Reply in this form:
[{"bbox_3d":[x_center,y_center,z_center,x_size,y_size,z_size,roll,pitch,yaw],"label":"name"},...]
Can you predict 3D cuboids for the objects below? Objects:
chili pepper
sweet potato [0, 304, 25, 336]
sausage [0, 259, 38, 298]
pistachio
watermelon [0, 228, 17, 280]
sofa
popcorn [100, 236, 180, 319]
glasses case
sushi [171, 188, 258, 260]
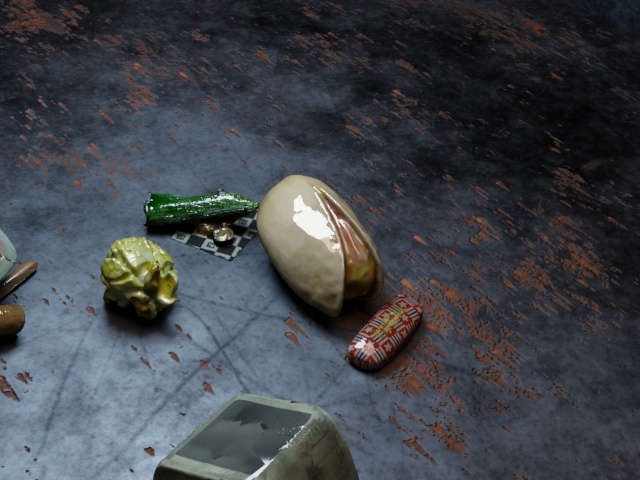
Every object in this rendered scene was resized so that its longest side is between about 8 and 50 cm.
[{"bbox_3d":[-0.229,-0.062,1.794,0.227,0.059,0.088,-2,37,4],"label":"chili pepper"},{"bbox_3d":[-0.654,0.168,1.427,0.385,0.109,0.109,-6,40,-28],"label":"sweet potato"},{"bbox_3d":[-0.545,0.070,1.629,0.026,0.026,0.116,21,40,16],"label":"sausage"},{"bbox_3d":[0.000,0.000,1.689,0.188,0.187,0.299,-17,49,-29],"label":"pistachio"},{"bbox_3d":[-0.654,0.030,1.555,0.256,0.176,0.260,19,70,33],"label":"watermelon"},{"bbox_3d":[-0.088,0.347,1.322,0.225,0.176,0.210,-1,28,38],"label":"sofa"},{"bbox_3d":[-0.313,0.058,1.600,0.162,0.141,0.135,-14,23,42],"label":"popcorn"},{"bbox_3d":[0.121,0.157,1.621,0.073,0.049,0.194,26,41,21],"label":"glasses case"},{"bbox_3d":[-0.190,-0.047,1.836,0.139,0.031,0.201,20,40,15],"label":"sushi"}]
